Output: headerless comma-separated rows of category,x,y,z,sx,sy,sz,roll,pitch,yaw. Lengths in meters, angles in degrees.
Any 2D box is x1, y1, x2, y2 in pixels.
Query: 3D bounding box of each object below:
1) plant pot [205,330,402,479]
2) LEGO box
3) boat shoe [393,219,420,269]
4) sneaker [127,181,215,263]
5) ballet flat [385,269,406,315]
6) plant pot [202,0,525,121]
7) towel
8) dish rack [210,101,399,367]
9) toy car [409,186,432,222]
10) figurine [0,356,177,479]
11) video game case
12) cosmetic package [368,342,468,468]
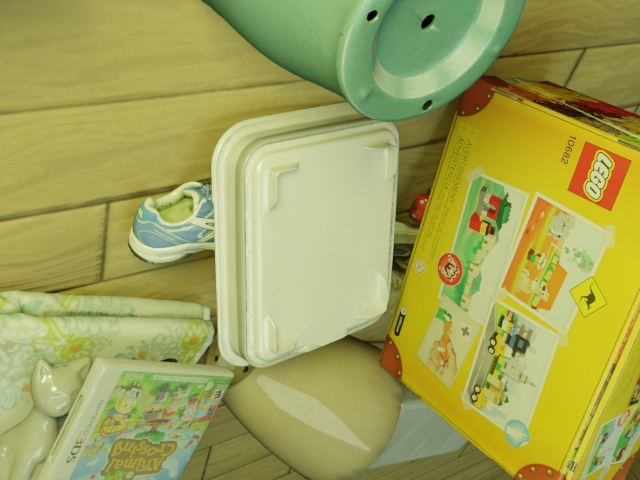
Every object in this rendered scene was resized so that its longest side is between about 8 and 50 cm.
plant pot,-0.049,0.230,1.262,0.256,0.256,0.274,-43,130,11
LEGO box,0.327,0.057,1.112,0.193,0.372,0.500,-5,119,-39
boat shoe,0.142,0.011,1.254,0.223,0.080,0.073,11,86,-43
sneaker,-0.132,-0.031,0.965,0.211,0.080,0.081,-18,147,-28
ballet flat,0.152,0.107,1.407,0.091,0.077,0.241,-46,146,20
plant pot,0.034,-0.251,0.677,0.271,0.255,0.272,-24,145,-18
towel,-0.356,0.202,1.055,0.374,0.090,0.320,8,125,-47
dish rack,0.000,0.000,1.003,0.285,0.072,0.333,-17,120,-37
toy car,0.283,-0.081,1.310,0.225,0.053,0.239,-45,147,15
figurine,-0.306,0.233,0.996,0.215,0.092,0.209,11,114,-49
video game case,-0.232,0.240,0.992,0.212,0.023,0.193,15,107,-49
cosmetic package,0.203,0.350,1.685,0.453,0.161,0.230,9,127,-48
